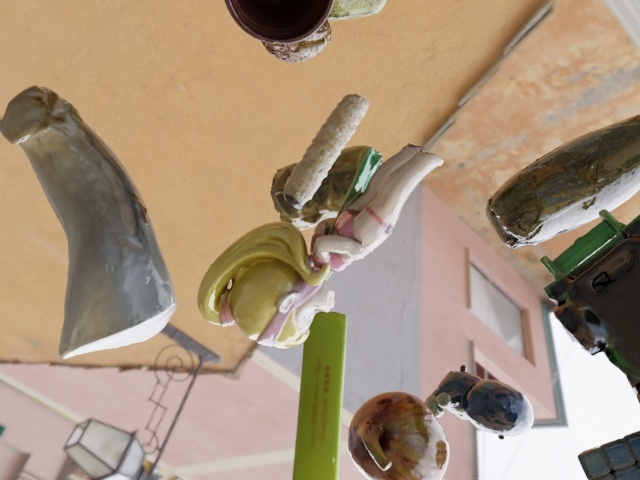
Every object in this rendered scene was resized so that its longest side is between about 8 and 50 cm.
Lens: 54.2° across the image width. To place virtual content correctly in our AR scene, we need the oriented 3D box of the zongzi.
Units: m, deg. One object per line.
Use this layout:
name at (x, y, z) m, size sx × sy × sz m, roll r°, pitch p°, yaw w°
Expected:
zongzi at (0.549, -0.139, 1.273) m, size 0.356 × 0.174 × 0.393 m, roll -22°, pitch 167°, yaw -29°

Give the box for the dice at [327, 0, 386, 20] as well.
dice at (0.039, -0.573, 1.372) m, size 0.166 × 0.169 × 0.169 m, roll -16°, pitch -162°, yaw -25°

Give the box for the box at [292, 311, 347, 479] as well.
box at (0.002, 0.225, 0.728) m, size 0.335 × 0.047 × 0.187 m, roll 89°, pitch 4°, yaw -64°

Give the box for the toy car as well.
toy car at (0.498, 0.114, 0.940) m, size 0.213 × 0.176 × 0.359 m, roll -43°, pitch -112°, yaw 13°

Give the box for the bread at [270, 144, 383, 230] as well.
bread at (0.023, -0.114, 1.342) m, size 0.267 × 0.152 × 0.130 m, roll -13°, pitch 175°, yaw 27°

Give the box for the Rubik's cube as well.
Rubik's cube at (0.648, 0.479, 1.179) m, size 0.237 × 0.238 × 0.237 m, roll -26°, pitch -117°, yaw 17°

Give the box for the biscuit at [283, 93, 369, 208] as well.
biscuit at (0.007, -0.155, 1.068) m, size 0.219 × 0.055 × 0.061 m, roll -56°, pitch -167°, yaw 1°

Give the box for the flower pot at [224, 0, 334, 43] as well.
flower pot at (-0.045, -0.258, 0.607) m, size 0.111 × 0.111 × 0.089 m, roll -43°, pitch -147°, yaw 16°

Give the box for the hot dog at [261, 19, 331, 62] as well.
hot dog at (-0.055, -0.436, 1.228) m, size 0.099 × 0.160 × 0.227 m, roll -30°, pitch -152°, yaw 24°

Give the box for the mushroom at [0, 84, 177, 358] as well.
mushroom at (-0.338, -0.041, 0.912) m, size 0.126 × 0.397 × 0.177 m, roll -32°, pitch 165°, yaw 37°

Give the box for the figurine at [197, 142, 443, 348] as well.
figurine at (0.000, 0.000, 0.420) m, size 0.187 × 0.083 × 0.083 m, roll -44°, pitch -156°, yaw 9°

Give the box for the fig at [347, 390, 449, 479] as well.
fig at (0.112, 0.331, 1.045) m, size 0.175 × 0.207 × 0.175 m, roll -21°, pitch -126°, yaw 32°

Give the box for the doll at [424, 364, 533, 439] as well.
doll at (0.415, 0.423, 1.595) m, size 0.258 × 0.228 × 0.154 m, roll 19°, pitch -92°, yaw 54°
